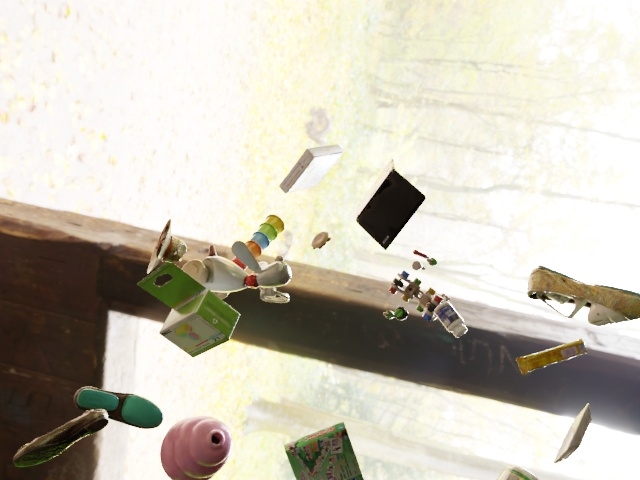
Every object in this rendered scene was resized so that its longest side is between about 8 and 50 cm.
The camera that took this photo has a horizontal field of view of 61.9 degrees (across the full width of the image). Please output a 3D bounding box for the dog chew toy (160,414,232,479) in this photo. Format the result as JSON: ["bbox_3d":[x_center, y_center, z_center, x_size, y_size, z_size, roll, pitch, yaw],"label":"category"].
[{"bbox_3d":[-0.365,0.632,1.628,0.332,0.206,0.207,-43,-155,51],"label":"dog chew toy"}]

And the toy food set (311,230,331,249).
[{"bbox_3d":[0.000,0.000,1.971,0.083,0.020,0.082,-41,-151,2],"label":"toy food set"}]

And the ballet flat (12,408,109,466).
[{"bbox_3d":[-0.704,0.530,1.451,0.249,0.058,0.084,-26,143,-21],"label":"ballet flat"}]

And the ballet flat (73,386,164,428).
[{"bbox_3d":[-0.635,0.525,1.684,0.096,0.280,0.095,-38,-149,53],"label":"ballet flat"}]

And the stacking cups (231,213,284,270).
[{"bbox_3d":[-0.262,0.009,2.168,0.316,0.095,0.096,-50,155,-46],"label":"stacking cups"}]

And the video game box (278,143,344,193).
[{"bbox_3d":[-0.030,-0.256,1.896,0.205,0.048,0.187,-23,156,-54],"label":"video game box"}]

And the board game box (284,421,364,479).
[{"bbox_3d":[0.028,0.780,1.779,0.046,0.213,0.318,-123,-165,-72],"label":"board game box"}]

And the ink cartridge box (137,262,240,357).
[{"bbox_3d":[-0.385,0.196,1.482,0.188,0.255,0.097,-30,-152,37],"label":"ink cartridge box"}]

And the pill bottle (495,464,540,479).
[{"bbox_3d":[0.433,0.645,1.251,0.208,0.117,0.118,-39,155,-27],"label":"pill bottle"}]

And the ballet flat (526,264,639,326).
[{"bbox_3d":[0.695,0.161,1.393,0.348,0.123,0.123,21,-78,53],"label":"ballet flat"}]

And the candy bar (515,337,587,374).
[{"bbox_3d":[0.529,0.262,1.213,0.018,0.161,0.040,48,23,-85],"label":"candy bar"}]

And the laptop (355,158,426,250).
[{"bbox_3d":[0.242,-0.135,1.888,0.234,0.136,0.264,-54,-172,20],"label":"laptop"}]

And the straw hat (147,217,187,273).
[{"bbox_3d":[-0.340,0.021,1.220,0.144,0.061,0.145,-49,-152,36],"label":"straw hat"}]

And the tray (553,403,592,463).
[{"bbox_3d":[0.752,0.585,1.584,0.145,0.030,0.270,-55,152,-20],"label":"tray"}]

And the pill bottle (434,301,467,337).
[{"bbox_3d":[0.462,0.280,1.882,0.120,0.067,0.067,56,-23,31],"label":"pill bottle"}]

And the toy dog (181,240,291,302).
[{"bbox_3d":[-0.245,0.077,1.604,0.220,0.333,0.161,86,6,-65],"label":"toy dog"}]

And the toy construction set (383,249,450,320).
[{"bbox_3d":[0.455,0.212,2.323,0.237,0.257,0.309,18,81,-52],"label":"toy construction set"}]
